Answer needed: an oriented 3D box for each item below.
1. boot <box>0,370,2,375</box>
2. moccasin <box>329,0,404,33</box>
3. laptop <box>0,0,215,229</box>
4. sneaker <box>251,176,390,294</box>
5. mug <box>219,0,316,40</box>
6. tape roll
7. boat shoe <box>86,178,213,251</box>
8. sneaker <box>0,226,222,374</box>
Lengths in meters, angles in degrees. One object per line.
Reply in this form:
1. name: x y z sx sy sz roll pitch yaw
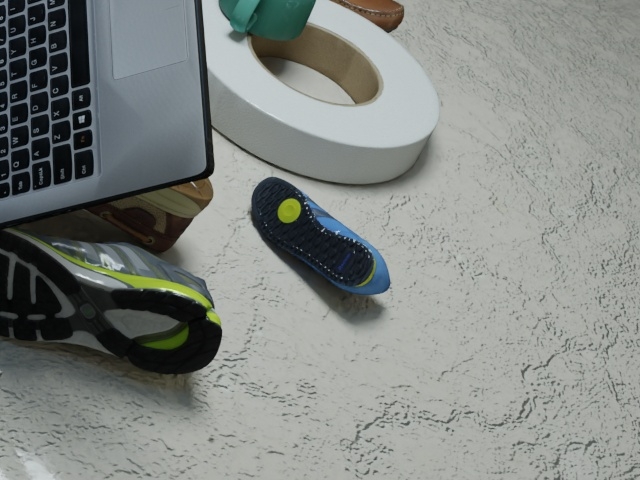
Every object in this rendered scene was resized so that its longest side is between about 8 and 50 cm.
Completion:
1. boot: -0.348 0.100 1.111 0.123 0.095 0.258 23 42 -18
2. moccasin: -0.024 -0.456 1.956 0.380 0.147 0.139 40 31 17
3. laptop: -0.337 -0.222 1.105 0.236 0.408 0.382 36 45 -64
4. sneaker: 0.000 0.000 1.487 0.209 0.069 0.082 38 3 29
5. mug: -0.065 -0.347 1.716 0.129 0.097 0.157 11 38 -22
6. tape roll: -0.019 -0.230 1.745 0.392 0.072 0.392 17 36 -13
7. boat shoe: -0.287 -0.086 1.321 0.342 0.123 0.123 25 28 -25
8. sneaker: -0.244 0.045 1.244 0.300 0.111 0.121 21 18 -10
